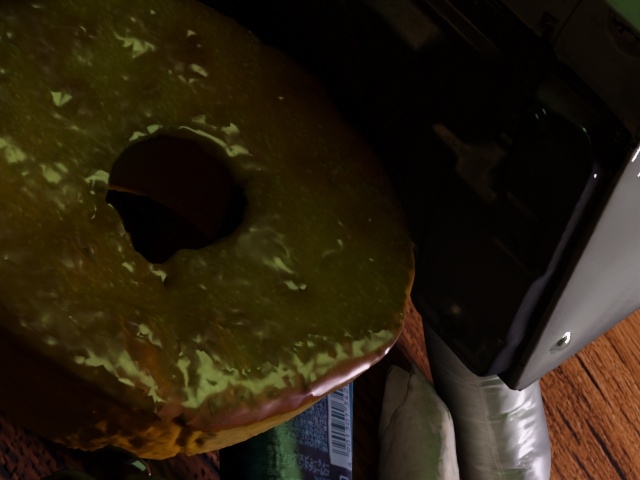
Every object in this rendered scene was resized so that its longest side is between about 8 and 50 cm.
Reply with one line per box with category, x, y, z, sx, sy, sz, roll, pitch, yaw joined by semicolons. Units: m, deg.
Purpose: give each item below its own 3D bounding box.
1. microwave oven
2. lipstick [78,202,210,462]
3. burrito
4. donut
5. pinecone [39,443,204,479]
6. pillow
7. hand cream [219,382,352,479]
microwave oven;0.093;-0.160;1.097;0.247;0.333;0.394;-30;65;-30
lipstick;-0.087;0.008;1.111;0.057;0.057;0.357;50;31;-23
burrito;0.067;0.206;1.193;0.275;0.059;0.082;-86;156;-45
donut;-0.099;-0.005;0.965;0.303;0.110;0.303;19;47;-22
pinecone;-0.099;0.191;0.834;0.195;0.150;0.179;-12;82;-58
pillow;0.122;0.101;1.293;0.144;0.078;0.254;-93;170;-68
hand cream;-0.019;0.095;1.083;0.120;0.061;0.271;18;64;-41
